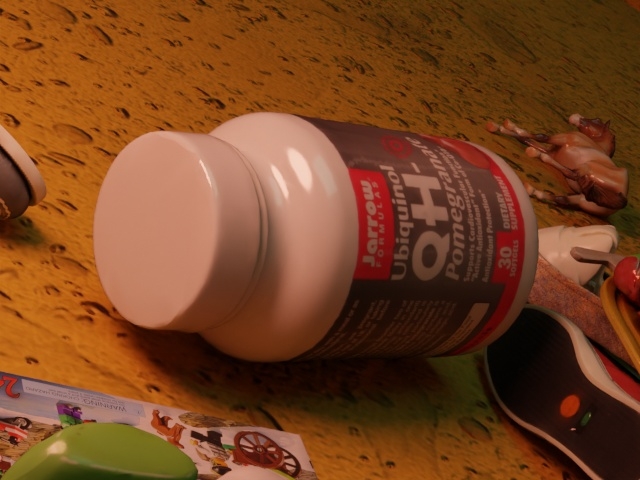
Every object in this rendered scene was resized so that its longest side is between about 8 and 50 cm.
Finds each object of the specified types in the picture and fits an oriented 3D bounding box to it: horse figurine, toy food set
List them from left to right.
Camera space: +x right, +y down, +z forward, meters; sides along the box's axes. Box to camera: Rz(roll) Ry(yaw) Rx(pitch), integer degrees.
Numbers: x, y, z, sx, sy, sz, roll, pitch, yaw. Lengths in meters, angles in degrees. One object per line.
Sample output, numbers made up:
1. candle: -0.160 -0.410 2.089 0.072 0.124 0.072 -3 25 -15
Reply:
1. horse figurine: 0.310 -0.091 1.702 0.174 0.066 0.263 14 24 -18
2. toy food set: 0.302 0.064 1.155 0.128 0.071 0.218 16 37 -39

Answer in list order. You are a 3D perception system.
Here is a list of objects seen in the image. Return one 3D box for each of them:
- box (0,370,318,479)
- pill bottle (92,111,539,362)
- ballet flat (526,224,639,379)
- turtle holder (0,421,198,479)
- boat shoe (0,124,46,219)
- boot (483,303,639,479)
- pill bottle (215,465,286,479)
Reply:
1. box: -0.098 0.151 0.759 0.233 0.044 0.159 16 26 -28
2. pill bottle: 0.000 0.000 1.015 0.318 0.176 0.176 3 34 -46
3. ballet flat: 0.277 0.050 1.318 0.316 0.106 0.107 33 23 9
4. turtle holder: -0.125 0.197 0.401 0.320 0.227 0.243 24 24 -9
5. boat shoe: -0.342 -0.093 0.959 0.319 0.116 0.099 34 66 -7
6. boot: 0.243 0.152 1.122 0.176 0.088 0.244 32 10 -34
7. pill bottle: 0.043 0.242 0.577 0.301 0.169 0.169 34 24 10
